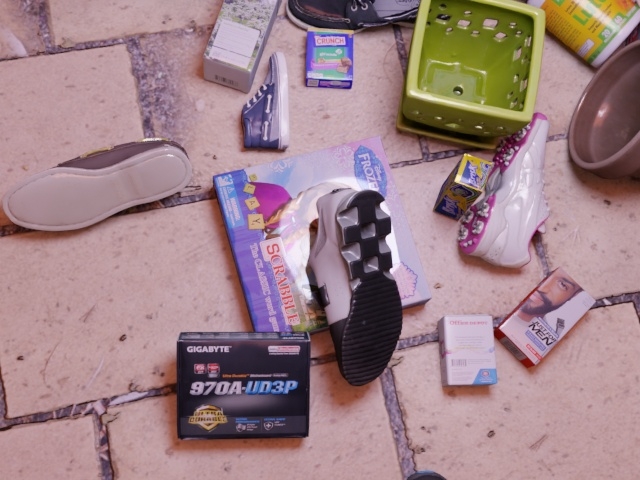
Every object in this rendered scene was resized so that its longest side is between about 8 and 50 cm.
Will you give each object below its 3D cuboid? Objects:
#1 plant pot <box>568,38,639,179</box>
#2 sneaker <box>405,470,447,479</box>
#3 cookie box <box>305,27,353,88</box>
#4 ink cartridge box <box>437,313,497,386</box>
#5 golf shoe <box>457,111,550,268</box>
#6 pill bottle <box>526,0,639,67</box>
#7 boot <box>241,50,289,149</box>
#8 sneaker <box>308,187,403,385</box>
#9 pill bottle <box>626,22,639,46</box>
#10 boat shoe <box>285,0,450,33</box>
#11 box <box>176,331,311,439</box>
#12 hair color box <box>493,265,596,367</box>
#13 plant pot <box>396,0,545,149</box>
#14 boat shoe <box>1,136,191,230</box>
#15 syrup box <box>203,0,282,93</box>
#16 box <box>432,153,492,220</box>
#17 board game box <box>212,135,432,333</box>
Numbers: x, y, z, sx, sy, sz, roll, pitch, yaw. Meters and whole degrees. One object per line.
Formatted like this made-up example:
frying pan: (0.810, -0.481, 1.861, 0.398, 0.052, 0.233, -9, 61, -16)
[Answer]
plant pot: (0.630, -0.208, 1.541, 0.229, 0.263, 0.263, 23, 74, -17)
sneaker: (0.187, 0.543, 1.336, 0.125, 0.139, 0.340, -1, 74, -3)
cookie box: (0.017, -0.349, 1.605, 0.092, 0.040, 0.107, 2, 74, -4)
ink cartridge box: (0.259, 0.195, 1.480, 0.089, 0.052, 0.122, 0, 77, -6)
golf shoe: (0.367, -0.088, 1.547, 0.140, 0.115, 0.306, 29, 78, -11)
pill bottle: (0.490, -0.463, 1.631, 0.246, 0.136, 0.136, 41, 75, 6)
boot: (-0.105, -0.262, 1.555, 0.086, 0.069, 0.189, -1, 77, -9)
sneaker: (0.049, 0.074, 1.403, 0.123, 0.146, 0.330, -7, 100, -33)
pill bottle: (0.730, -0.414, 1.524, 0.210, 0.363, 0.210, 1, 75, -5)
boat shoe: (0.106, -0.469, 1.607, 0.340, 0.113, 0.127, 3, 75, -5)
box: (-0.127, 0.241, 1.397, 0.220, 0.051, 0.175, 1, 101, -5)
hair color box: (0.402, 0.138, 1.508, 0.167, 0.053, 0.093, -43, 82, -15)
plant pot: (0.261, -0.299, 1.530, 0.228, 0.207, 0.227, 12, 74, -2)
boat shoe: (-0.390, -0.105, 1.474, 0.325, 0.096, 0.116, -17, 118, -6)
syrup box: (-0.140, -0.411, 1.577, 0.093, 0.096, 0.236, 18, 74, -2)
box: (0.251, -0.092, 1.493, 0.054, 0.169, 0.059, 21, 74, 1)
board game box: (0.000, 0.000, 1.498, 0.318, 0.066, 0.318, -15, 78, -9)
